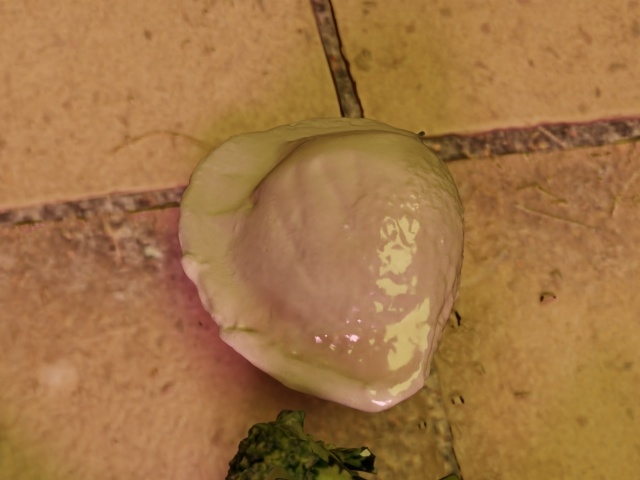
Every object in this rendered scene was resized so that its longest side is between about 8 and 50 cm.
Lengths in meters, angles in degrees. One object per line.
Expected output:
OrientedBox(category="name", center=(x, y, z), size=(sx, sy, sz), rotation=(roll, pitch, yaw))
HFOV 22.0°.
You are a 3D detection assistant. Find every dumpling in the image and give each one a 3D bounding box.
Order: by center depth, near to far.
OrientedBox(category="dumpling", center=(0.000, 0.003, 0.965), size=(0.166, 0.126, 0.216), rotation=(1, 71, -2))

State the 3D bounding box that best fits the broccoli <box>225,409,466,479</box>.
OrientedBox(category="broccoli", center=(0.028, 0.198, 0.841), size=(0.198, 0.226, 0.176), rotation=(38, 71, -32))
